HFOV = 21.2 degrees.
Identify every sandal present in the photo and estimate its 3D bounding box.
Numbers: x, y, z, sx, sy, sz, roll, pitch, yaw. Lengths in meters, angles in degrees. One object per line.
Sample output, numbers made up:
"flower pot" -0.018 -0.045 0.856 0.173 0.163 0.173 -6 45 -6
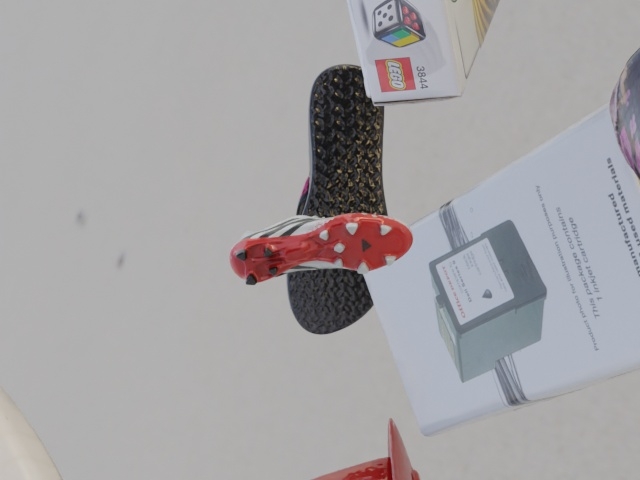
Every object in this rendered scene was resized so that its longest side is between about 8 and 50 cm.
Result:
"sandal" 0.014 -0.026 1.125 0.040 0.067 0.179 131 144 -81

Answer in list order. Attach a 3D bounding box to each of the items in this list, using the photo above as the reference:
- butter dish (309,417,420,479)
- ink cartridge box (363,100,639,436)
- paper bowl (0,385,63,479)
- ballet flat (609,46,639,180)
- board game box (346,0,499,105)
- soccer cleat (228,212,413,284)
"butter dish" 0.010 0.217 1.051 0.160 0.118 0.160 -94 -2 -51
"ink cartridge box" 0.181 0.002 0.919 0.289 0.211 0.121 -33 74 64
"paper bowl" -0.211 0.090 0.444 0.148 0.284 0.284 -54 28 16
"ballet flat" 0.165 -0.089 0.511 0.221 0.077 0.079 -58 33 34
"board game box" 0.038 -0.244 0.826 0.193 0.053 0.305 -65 -33 -54
"soccer cleat" 0.000 0.000 0.760 0.035 0.083 0.029 -79 -24 -64
